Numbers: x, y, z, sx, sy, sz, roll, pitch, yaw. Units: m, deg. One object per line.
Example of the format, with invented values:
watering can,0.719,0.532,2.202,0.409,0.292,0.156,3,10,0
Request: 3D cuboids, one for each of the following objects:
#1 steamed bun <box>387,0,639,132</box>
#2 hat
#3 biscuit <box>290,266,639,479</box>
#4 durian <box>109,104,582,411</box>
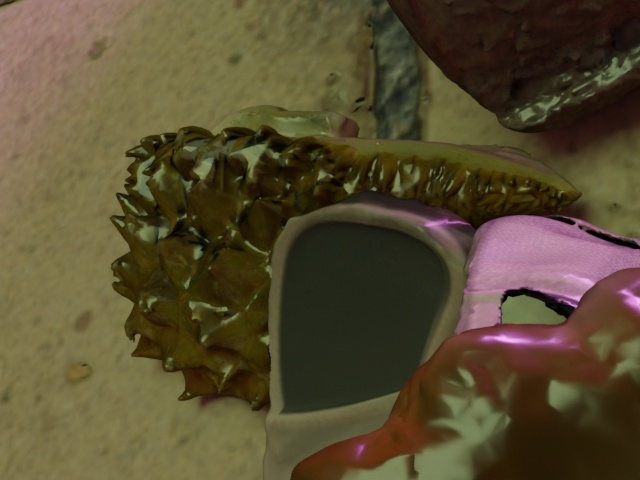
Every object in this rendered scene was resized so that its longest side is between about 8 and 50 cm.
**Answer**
steamed bun,0.085,-0.130,0.735,0.145,0.175,0.106,-28,22,12
hat,0.042,0.105,0.639,0.275,0.161,0.232,-30,33,49
biscuit,0.107,0.185,0.475,0.329,0.078,0.335,32,92,0
durian,-0.005,-0.010,0.786,0.224,0.078,0.140,-13,55,31
